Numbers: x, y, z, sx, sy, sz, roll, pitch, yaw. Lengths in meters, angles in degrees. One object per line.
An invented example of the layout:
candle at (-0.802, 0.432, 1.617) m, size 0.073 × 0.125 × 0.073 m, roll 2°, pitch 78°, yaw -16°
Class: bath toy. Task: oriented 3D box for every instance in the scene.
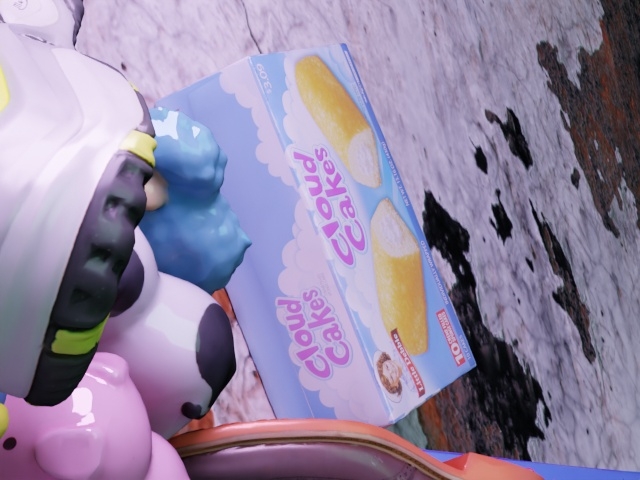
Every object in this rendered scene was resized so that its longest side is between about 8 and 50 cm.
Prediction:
bath toy at (-0.111, 0.094, 0.733) m, size 0.151 × 0.129 × 0.348 m, roll 26°, pitch 46°, yaw -22°

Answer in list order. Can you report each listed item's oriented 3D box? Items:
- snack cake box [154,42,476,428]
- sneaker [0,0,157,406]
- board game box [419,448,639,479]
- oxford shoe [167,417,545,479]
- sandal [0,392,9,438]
snack cake box at (0.000, 0.000, 1.026) m, size 0.152 × 0.089 × 0.264 m, roll -22°, pitch 90°, yaw -62°
sneaker at (-0.179, -0.066, 0.580) m, size 0.147 × 0.145 × 0.385 m, roll 16°, pitch 9°, yaw -25°
board game box at (0.153, 0.328, 0.993) m, size 0.233 × 0.078 × 0.347 m, roll 11°, pitch 59°, yaw -31°
oxford shoe at (0.025, 0.172, 0.884) m, size 0.271 × 0.097 × 0.098 m, roll 14°, pitch 65°, yaw -22°
sandal at (-0.249, 0.027, 0.561) m, size 0.317 × 0.126 × 0.138 m, roll 24°, pitch 47°, yaw -54°
